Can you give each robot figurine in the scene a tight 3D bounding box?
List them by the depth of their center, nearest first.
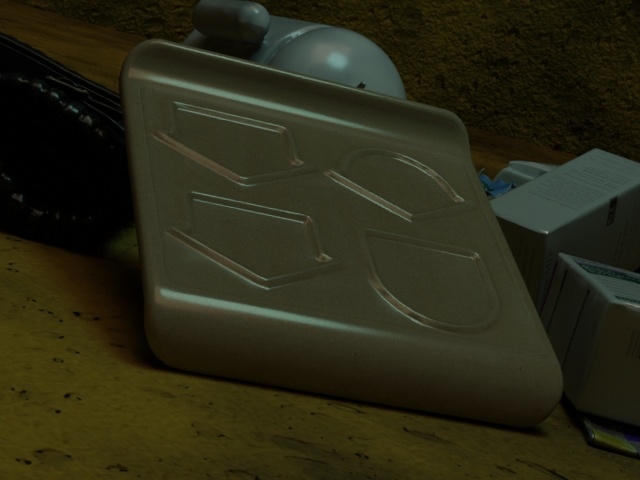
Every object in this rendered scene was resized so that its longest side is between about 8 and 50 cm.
[{"bbox_3d":[-0.041,-0.150,1.713,0.353,0.200,0.300,21,-27,50],"label":"robot figurine"}]

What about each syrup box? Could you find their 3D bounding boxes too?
[{"bbox_3d":[0.249,0.081,1.272,0.093,0.096,0.237,16,9,-4],"label":"syrup box"}]

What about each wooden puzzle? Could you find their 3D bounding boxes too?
[{"bbox_3d":[0.000,0.000,1.197,0.322,0.080,0.348,11,39,-20],"label":"wooden puzzle"}]

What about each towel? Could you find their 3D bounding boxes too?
[{"bbox_3d":[0.237,0.151,1.153,0.083,0.009,0.060,15,10,-2],"label":"towel"}]

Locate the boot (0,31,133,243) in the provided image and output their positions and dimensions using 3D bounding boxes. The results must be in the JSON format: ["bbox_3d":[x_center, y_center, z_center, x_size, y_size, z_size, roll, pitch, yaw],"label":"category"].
[{"bbox_3d":[-0.297,-0.109,1.377,0.348,0.131,0.260,18,11,7],"label":"boot"}]

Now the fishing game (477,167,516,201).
[{"bbox_3d":[0.136,-0.062,1.808,0.189,0.041,0.264,-13,11,-20],"label":"fishing game"}]

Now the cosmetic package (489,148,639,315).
[{"bbox_3d":[0.239,-0.002,1.493,0.085,0.117,0.231,23,31,31],"label":"cosmetic package"}]

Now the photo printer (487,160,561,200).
[{"bbox_3d":[0.396,-0.021,1.992,0.256,0.107,0.307,23,12,33],"label":"photo printer"}]

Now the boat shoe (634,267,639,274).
[{"bbox_3d":[0.364,0.019,1.702,0.335,0.121,0.119,22,8,22],"label":"boat shoe"}]
